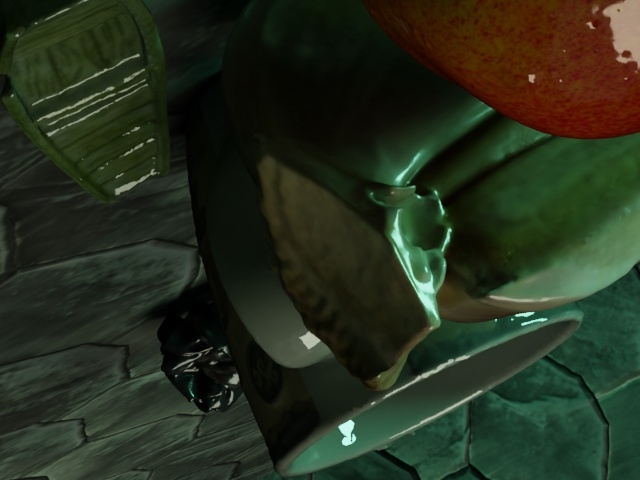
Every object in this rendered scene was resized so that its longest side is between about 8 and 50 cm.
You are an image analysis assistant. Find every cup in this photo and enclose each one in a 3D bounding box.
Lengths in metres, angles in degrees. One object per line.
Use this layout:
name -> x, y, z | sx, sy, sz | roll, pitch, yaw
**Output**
cup -> 0.000, 0.000, 1.114 | 0.227, 0.257, 0.301 | -35, 166, 19

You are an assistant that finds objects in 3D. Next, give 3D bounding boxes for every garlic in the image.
garlic -> 0.078, -0.069, 0.973 | 0.325, 0.279, 0.132 | -38, 159, -36

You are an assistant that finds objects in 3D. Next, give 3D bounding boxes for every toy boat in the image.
toy boat -> -0.132, -0.092, 0.951 | 0.093, 0.055, 0.293 | -27, 166, -6

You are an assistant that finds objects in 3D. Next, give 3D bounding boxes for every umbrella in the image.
umbrella -> -0.030, 0.053, 1.592 | 0.272, 0.110, 0.122 | -37, 164, 18

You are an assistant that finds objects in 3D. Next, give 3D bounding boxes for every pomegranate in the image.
pomegranate -> 0.109, -0.167, 0.818 | 0.257, 0.221, 0.221 | 26, 131, -39
